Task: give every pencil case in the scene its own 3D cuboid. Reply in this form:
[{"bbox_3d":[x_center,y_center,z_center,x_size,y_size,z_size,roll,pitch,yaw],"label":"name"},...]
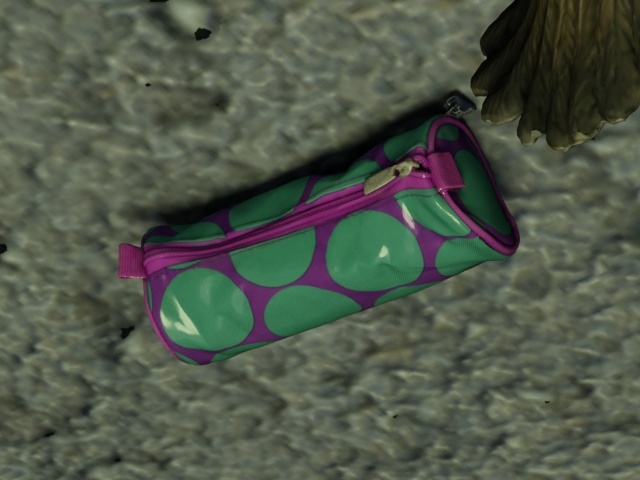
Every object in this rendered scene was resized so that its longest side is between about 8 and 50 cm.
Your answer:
[{"bbox_3d":[0.000,0.000,0.754,0.151,0.065,0.070,-21,147,25],"label":"pencil case"}]

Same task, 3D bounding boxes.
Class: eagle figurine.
[{"bbox_3d":[0.117,-0.173,0.442,0.298,0.226,0.225,-19,133,22],"label":"eagle figurine"}]
